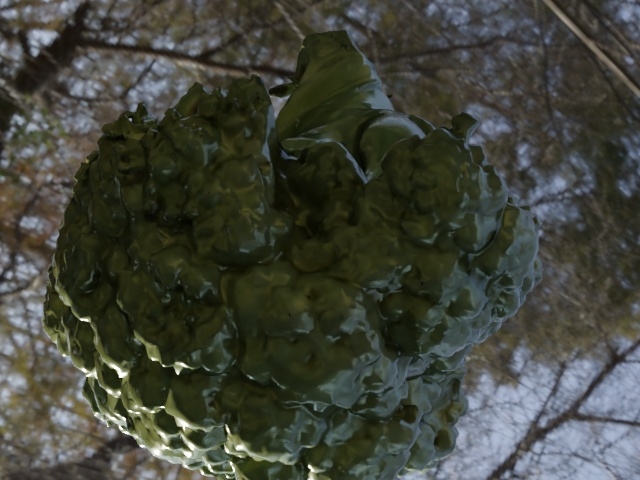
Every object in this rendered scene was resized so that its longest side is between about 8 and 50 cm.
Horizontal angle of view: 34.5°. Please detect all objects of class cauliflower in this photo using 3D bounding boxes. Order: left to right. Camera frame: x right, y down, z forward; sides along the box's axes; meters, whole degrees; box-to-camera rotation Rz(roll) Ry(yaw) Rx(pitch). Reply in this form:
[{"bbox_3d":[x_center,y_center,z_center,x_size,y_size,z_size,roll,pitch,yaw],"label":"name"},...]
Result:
[{"bbox_3d":[0.001,0.022,0.581,0.281,0.260,0.327,-35,-173,-40],"label":"cauliflower"}]
